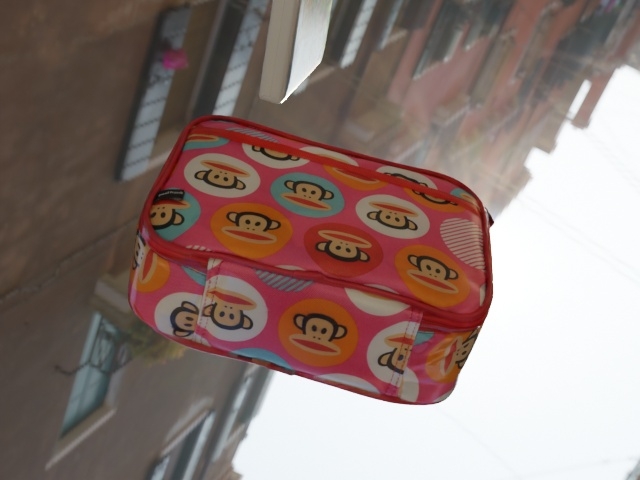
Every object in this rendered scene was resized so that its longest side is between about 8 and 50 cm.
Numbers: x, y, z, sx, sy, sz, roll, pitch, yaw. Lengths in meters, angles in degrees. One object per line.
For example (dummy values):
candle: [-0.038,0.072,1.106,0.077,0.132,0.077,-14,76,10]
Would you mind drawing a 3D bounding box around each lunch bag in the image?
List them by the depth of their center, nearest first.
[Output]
lunch bag: [0.000,0.000,0.881,0.293,0.120,0.258,15,-147,-2]

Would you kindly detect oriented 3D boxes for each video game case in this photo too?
video game case: [-0.008,-0.242,0.888,0.023,0.212,0.193,13,-158,6]
